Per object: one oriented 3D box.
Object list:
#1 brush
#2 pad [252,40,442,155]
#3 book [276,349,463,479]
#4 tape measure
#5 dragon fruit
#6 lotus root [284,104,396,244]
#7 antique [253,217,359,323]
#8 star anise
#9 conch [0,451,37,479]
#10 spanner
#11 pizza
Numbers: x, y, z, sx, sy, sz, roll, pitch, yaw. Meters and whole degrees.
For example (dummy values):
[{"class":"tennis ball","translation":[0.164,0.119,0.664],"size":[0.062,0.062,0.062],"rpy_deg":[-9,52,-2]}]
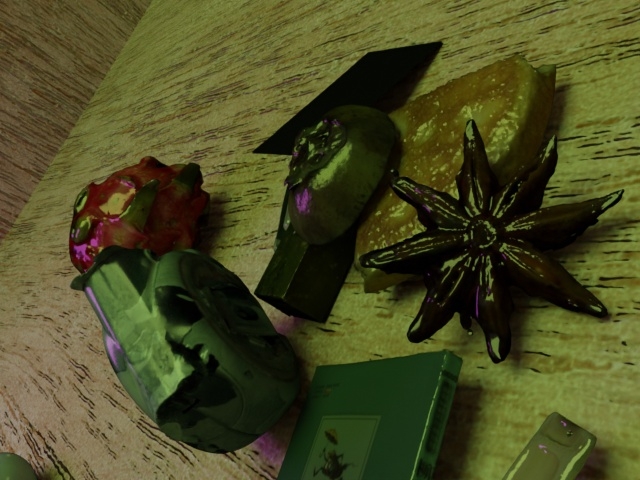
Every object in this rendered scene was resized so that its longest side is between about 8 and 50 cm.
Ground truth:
[{"class":"brush","translation":[0.131,0.291,0.577],"size":[0.321,0.050,0.060],"rpy_deg":[-56,19,-2]},{"class":"pad","translation":[0.039,-0.230,1.139],"size":[0.300,0.005,0.202],"rpy_deg":[-44,28,-20]},{"class":"book","translation":[0.006,0.294,0.711],"size":[0.264,0.031,0.379],"rpy_deg":[-20,44,57]},{"class":"tape measure","translation":[-0.145,0.131,0.874],"size":[0.147,0.275,0.256],"rpy_deg":[-42,64,10]},{"class":"dragon fruit","translation":[-0.330,-0.027,1.313],"size":[0.231,0.237,0.302],"rpy_deg":[4,50,30]},{"class":"lotus root","translation":[0.006,-0.099,0.918],"size":[0.203,0.078,0.183],"rpy_deg":[-58,27,3]},{"class":"antique","translation":[0.000,0.000,0.989],"size":[0.080,0.081,0.221],"rpy_deg":[5,64,53]},{"class":"star anise","translation":[0.180,0.006,0.736],"size":[0.272,0.102,0.272],"rpy_deg":[-7,71,21]},{"class":"conch","translation":[-0.579,0.474,1.253],"size":[0.221,0.121,0.185],"rpy_deg":[-2,62,60]},{"class":"spanner","translation":[-0.029,-0.118,1.143],"size":[0.095,0.040,0.324],"rpy_deg":[117,166,-50]},{"class":"pizza","translation":[0.164,-0.077,0.848],"size":[0.258,0.087,0.268],"rpy_deg":[-20,46,40]}]
